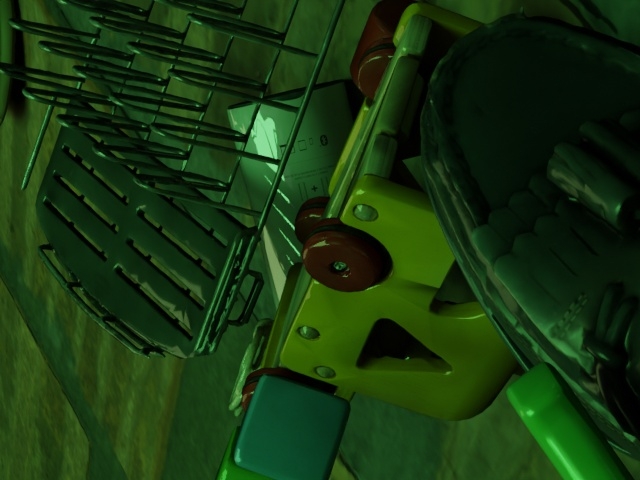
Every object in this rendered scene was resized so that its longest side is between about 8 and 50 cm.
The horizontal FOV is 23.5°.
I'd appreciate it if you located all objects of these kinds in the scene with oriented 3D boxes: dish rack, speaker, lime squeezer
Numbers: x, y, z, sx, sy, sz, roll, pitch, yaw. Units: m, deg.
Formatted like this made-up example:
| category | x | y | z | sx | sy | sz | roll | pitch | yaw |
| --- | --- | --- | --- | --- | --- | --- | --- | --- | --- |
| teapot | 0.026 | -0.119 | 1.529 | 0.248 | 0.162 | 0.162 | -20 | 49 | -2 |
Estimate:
| category | x | y | z | sx | sy | sz | roll | pitch | yaw |
| --- | --- | --- | --- | --- | --- | --- | --- | --- | --- |
| dish rack | -0.070 | -0.094 | 0.655 | 0.208 | 0.074 | 0.271 | 37 | 111 | 51 |
| speaker | 0.000 | 0.000 | 0.688 | 0.055 | 0.055 | 0.136 | 0 | 106 | 62 |
| lime squeezer | 0.140 | 0.171 | 0.373 | 0.310 | 0.059 | 0.110 | 53 | 169 | -17 |

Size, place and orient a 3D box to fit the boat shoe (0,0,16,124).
| category | x | y | z | sx | sy | sz | roll | pitch | yaw |
| --- | --- | --- | --- | --- | --- | --- | --- | --- | --- |
| boat shoe | -0.272 | -0.206 | 1.043 | 0.104 | 0.089 | 0.285 | 29 | 131 | 53 |

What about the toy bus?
| category | x | y | z | sx | sy | sz | roll | pitch | yaw |
| --- | --- | --- | --- | --- | --- | --- | --- | --- | --- |
| toy bus | 0.040 | 0.015 | 0.570 | 0.202 | 0.104 | 0.191 | -90 | 19 | -81 |

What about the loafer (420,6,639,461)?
| category | x | y | z | sx | sy | sz | roll | pitch | yaw |
| --- | --- | --- | --- | --- | --- | --- | --- | --- | --- |
| loafer | 0.130 | 0.038 | 0.385 | 0.302 | 0.109 | 0.095 | 51 | 179 | 24 |
